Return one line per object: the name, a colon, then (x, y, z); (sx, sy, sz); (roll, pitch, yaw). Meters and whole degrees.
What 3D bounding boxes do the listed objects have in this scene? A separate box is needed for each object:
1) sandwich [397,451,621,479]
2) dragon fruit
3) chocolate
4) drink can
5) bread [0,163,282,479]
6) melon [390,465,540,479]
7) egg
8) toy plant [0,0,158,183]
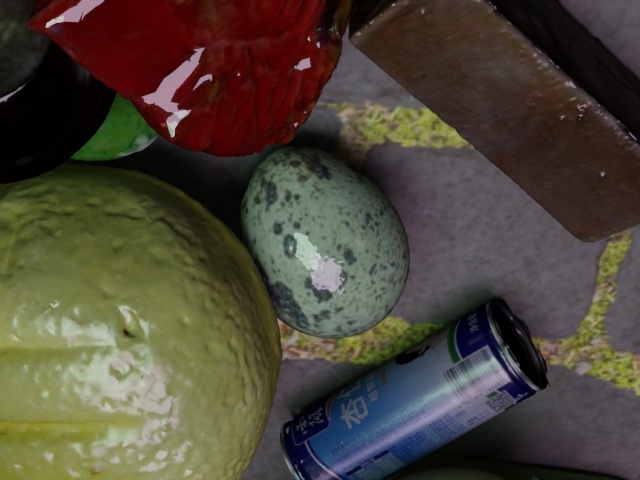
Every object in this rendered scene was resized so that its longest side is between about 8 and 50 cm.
sandwich: (0.156, 0.269, 1.649); (0.245, 0.063, 0.212); (-36, 123, 19)
dragon fruit: (-0.067, -0.205, 1.205); (0.302, 0.240, 0.330); (-45, 148, -6)
chocolate: (0.160, -0.118, 1.315); (0.112, 0.112, 0.321); (-35, 125, 30)
drink can: (0.083, 0.149, 1.523); (0.235, 0.097, 0.097); (-33, 125, 19)
bread: (-0.193, 0.098, 1.332); (0.321, 0.237, 0.320); (7, 132, 8)
melon: (0.100, 0.349, 1.510); (0.268, 0.268, 0.330); (29, 96, -26)
egg: (0.000, 0.000, 1.371); (0.132, 0.132, 0.172); (-23, 114, 11)
toy plant: (-0.220, -0.123, 1.217); (0.218, 0.235, 0.175); (5, 84, 1)
